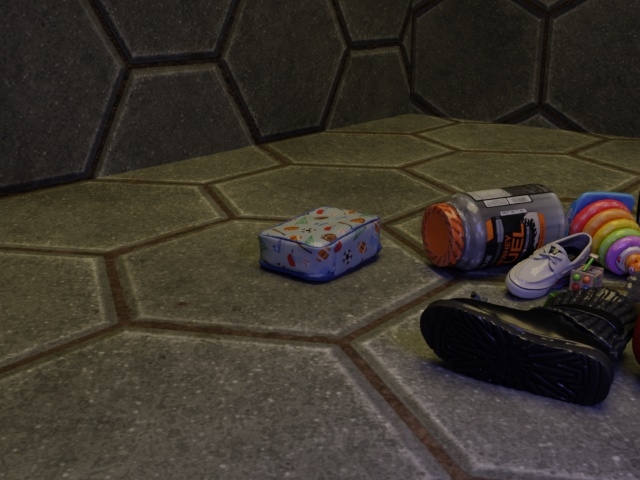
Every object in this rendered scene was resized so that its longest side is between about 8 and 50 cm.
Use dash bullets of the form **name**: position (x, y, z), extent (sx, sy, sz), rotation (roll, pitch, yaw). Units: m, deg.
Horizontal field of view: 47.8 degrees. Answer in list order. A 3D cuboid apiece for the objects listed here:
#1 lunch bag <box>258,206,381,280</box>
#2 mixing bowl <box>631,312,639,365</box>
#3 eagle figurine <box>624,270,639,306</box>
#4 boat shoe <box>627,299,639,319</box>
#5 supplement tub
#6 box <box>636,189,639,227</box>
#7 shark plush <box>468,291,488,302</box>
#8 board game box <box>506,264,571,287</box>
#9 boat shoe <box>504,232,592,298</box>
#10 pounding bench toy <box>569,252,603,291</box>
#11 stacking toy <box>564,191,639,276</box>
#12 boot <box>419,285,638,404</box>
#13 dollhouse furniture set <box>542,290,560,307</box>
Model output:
- **lunch bag**: position (0.000, 0.000, 1.834), extent (0.243, 0.114, 0.303), rotation (11, 22, 37)
- **mixing bowl**: position (0.600, 0.187, 1.221), extent (0.182, 0.098, 0.181), rotation (24, 26, -12)
- **eagle figurine**: position (0.779, 0.084, 1.409), extent (0.299, 0.226, 0.225), rotation (19, -15, 8)
- **boat shoe**: position (0.622, 0.159, 1.432), extent (0.050, 0.045, 0.135), rotation (-13, 25, -12)
- **supplement tub**: position (0.422, -0.031, 1.780), extent (0.316, 0.193, 0.193), rotation (-8, 20, -20)
- **box**: position (0.999, -0.073, 2.020), extent (0.207, 0.108, 0.153), rotation (6, 20, 21)
- **shark plush**: position (0.334, 0.150, 1.508), extent (0.067, 0.073, 0.161), rotation (24, 3, 11)
- **board game box**: position (0.531, 0.069, 1.728), extent (0.133, 0.033, 0.169), rotation (16, 25, 41)
- **boat shoe**: position (0.528, 0.050, 1.646), extent (0.268, 0.088, 0.096), rotation (-17, 46, -30)
- **pounding bench toy**: position (0.598, 0.075, 1.625), extent (0.052, 0.083, 0.065), rotation (16, 24, 40)
- **stacking toy**: position (0.722, 0.021, 1.733), extent (0.166, 0.175, 0.301), rotation (1, 32, -11)
- **boot**: position (0.380, 0.154, 1.310), extent (0.348, 0.131, 0.260), rotation (19, 32, 22)
- **dollhouse furniture set**: position (0.518, 0.167, 1.450), extent (0.152, 0.058, 0.076), rotation (34, 26, 28)
